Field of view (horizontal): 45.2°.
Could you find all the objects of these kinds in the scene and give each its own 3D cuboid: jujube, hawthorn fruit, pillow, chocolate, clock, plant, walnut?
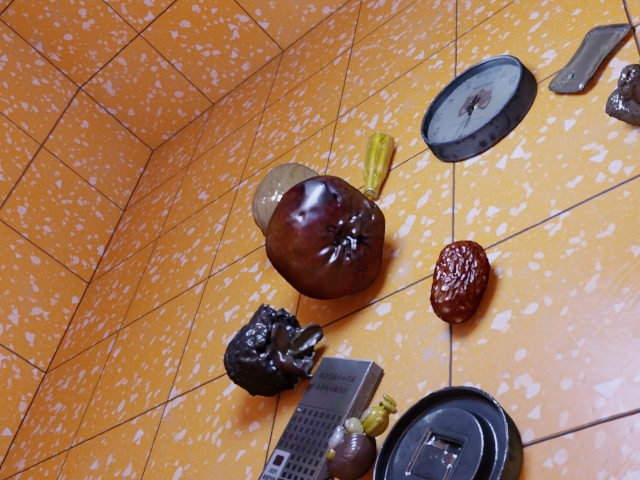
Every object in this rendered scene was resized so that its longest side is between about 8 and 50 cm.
[{"bbox_3d":[0.282,0.085,1.560,0.112,0.109,0.176,105,-178,-63],"label":"jujube"},{"bbox_3d":[0.010,-0.008,1.886,0.308,0.308,0.325,-45,16,5],"label":"hawthorn fruit"},{"bbox_3d":[0.629,-0.429,1.803,0.217,0.033,0.130,-52,28,-8],"label":"pillow"},{"bbox_3d":[0.157,-0.208,2.160,0.085,0.085,0.219,-25,36,38],"label":"chocolate"},{"bbox_3d":[0.214,0.381,1.311,0.280,0.055,0.281,-35,30,24],"label":"clock"},{"bbox_3d":[-0.108,0.259,1.813,0.234,0.178,0.204,-38,20,38],"label":"plant"},{"bbox_3d":[0.403,-0.346,1.990,0.325,0.067,0.325,-35,29,23],"label":"clock"},{"bbox_3d":[-0.088,-0.101,2.217,0.225,0.225,0.261,-18,34,44],"label":"walnut"}]

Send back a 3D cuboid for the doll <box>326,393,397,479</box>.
[{"bbox_3d":[0.073,0.373,1.464,0.188,0.096,0.145,-57,6,-12],"label":"doll"}]

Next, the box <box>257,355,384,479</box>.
[{"bbox_3d":[-0.002,0.396,1.617,0.180,0.047,0.325,-6,49,53],"label":"box"}]

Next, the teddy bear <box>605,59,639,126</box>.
[{"bbox_3d":[0.664,-0.314,1.501,0.140,0.177,0.190,32,78,17],"label":"teddy bear"}]
